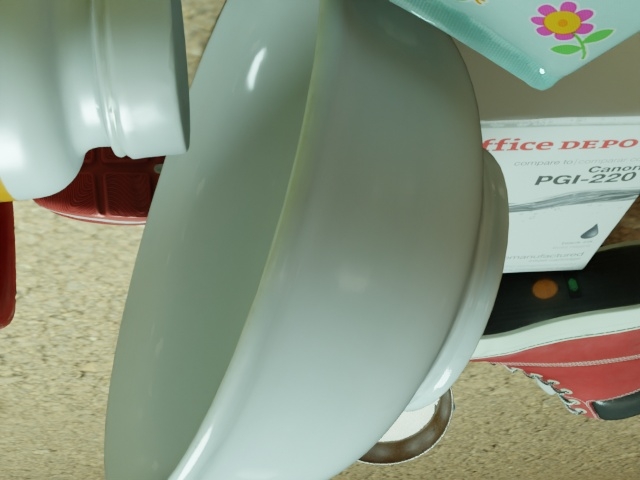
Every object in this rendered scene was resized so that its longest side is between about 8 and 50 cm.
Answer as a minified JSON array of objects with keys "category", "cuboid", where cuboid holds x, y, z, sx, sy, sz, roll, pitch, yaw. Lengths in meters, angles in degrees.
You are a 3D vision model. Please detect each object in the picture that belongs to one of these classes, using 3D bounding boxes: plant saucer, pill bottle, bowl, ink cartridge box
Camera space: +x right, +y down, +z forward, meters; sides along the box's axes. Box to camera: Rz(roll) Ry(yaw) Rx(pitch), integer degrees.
[{"category":"plant saucer","cuboid":[0.059,0.160,1.126,0.168,0.029,0.169,5,114,11]},{"category":"pill bottle","cuboid":[-0.190,-0.085,0.513,0.245,0.136,0.136,-4,155,-4]},{"category":"bowl","cuboid":[0.000,0.000,0.524,0.134,0.298,0.298,16,150,-18]},{"category":"ink cartridge box","cuboid":[0.124,-0.059,0.687,0.158,0.092,0.218,-2,153,-6]}]

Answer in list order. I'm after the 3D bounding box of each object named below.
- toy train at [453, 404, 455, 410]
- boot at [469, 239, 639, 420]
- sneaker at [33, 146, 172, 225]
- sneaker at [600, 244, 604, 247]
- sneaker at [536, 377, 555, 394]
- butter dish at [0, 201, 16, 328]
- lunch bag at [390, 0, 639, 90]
[{"category":"toy train","cuboid":[0.062,0.186,1.229,0.184,0.080,0.105,-26,154,37]},{"category":"boot","cuboid":[0.160,0.093,0.838,0.244,0.088,0.176,-6,138,9]},{"category":"sneaker","cuboid":[-0.081,-0.027,0.726,0.221,0.087,0.128,-2,154,-4]},{"category":"sneaker","cuboid":[0.186,0.058,0.960,0.145,0.090,0.270,-24,146,36]},{"category":"sneaker","cuboid":[0.362,0.097,1.073,0.292,0.110,0.118,-6,147,1]},{"category":"butter dish","cuboid":[-0.259,-0.034,0.637,0.160,0.160,0.118,6,130,-23]},{"category":"lunch bag","cuboid":[0.052,-0.190,0.316,0.262,0.160,0.223,23,148,-28]}]
